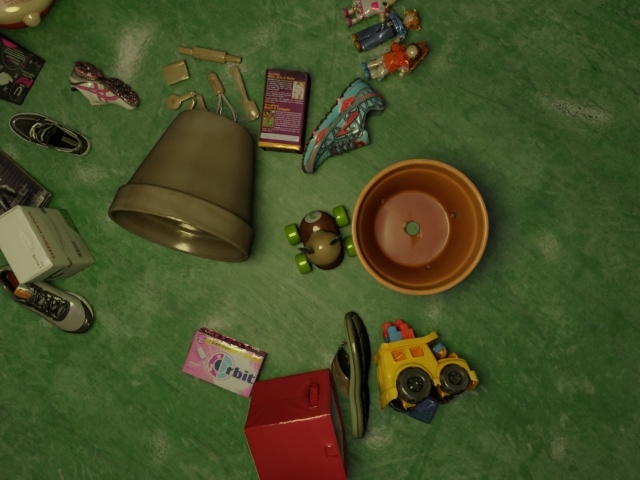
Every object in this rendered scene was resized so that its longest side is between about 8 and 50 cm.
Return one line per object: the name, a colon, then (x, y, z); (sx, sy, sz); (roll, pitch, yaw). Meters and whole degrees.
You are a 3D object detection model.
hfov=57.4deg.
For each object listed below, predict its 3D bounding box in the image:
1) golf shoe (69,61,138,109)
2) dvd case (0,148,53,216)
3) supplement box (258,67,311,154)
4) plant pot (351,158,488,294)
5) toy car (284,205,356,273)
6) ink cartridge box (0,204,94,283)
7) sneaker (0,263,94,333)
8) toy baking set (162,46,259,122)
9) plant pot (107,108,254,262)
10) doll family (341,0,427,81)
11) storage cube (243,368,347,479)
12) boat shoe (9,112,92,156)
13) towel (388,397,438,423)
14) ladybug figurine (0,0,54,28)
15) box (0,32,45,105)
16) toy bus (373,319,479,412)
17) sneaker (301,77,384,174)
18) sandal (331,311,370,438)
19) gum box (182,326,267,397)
golf shoe: (-0.541, -0.371, 1.468); (0.186, 0.067, 0.086); (30, 119, 3)
dvd case: (-0.805, -0.115, 1.489); (0.221, 0.018, 0.165); (38, 93, 12)
supplement box: (-0.085, -0.311, 1.419); (0.104, 0.081, 0.188); (6, 91, 5)
plant pot: (0.216, -0.028, 1.337); (0.290, 0.203, 0.291); (0, 90, 4)
toy car: (0.000, 0.000, 1.360); (0.154, 0.188, 0.149); (-20, 89, 4)
ink cartridge box: (-0.657, 0.009, 1.393); (0.092, 0.219, 0.160); (-30, 88, 4)
sneaker: (-0.690, 0.149, 1.454); (0.271, 0.108, 0.100); (33, 91, 2)
toy baking set: (-0.271, -0.380, 1.461); (0.256, 0.030, 0.197); (7, 94, 4)
plant pot: (-0.279, -0.132, 1.346); (0.322, 0.323, 0.281); (15, 75, 4)
doll family: (0.166, -0.481, 1.399); (0.163, 0.118, 0.263); (-20, 71, 10)
storage cube: (-0.051, 0.438, 1.344); (0.193, 0.184, 0.215); (-11, 111, 4)
boat shoe: (-0.688, -0.273, 1.468); (0.219, 0.070, 0.078); (18, 91, 4)
towel: (0.223, 0.395, 1.426); (0.119, 0.029, 0.067); (24, 93, 3)
ladybug figurine: (-0.797, -0.678, 1.405); (0.305, 0.162, 0.450); (-29, 81, -19)
box: (-0.817, -0.440, 1.388); (0.163, 0.247, 0.142); (32, 93, 4)
toy bus: (0.231, 0.281, 1.374); (0.220, 0.149, 0.212); (-8, 64, -9)
sneaker: (0.057, -0.255, 1.399); (0.125, 0.104, 0.262); (36, 93, 1)
sandal: (0.067, 0.323, 1.398); (0.086, 0.120, 0.303); (0, 91, 18)
gum box: (-0.239, 0.297, 1.442); (0.188, 0.062, 0.107); (21, 92, 4)
